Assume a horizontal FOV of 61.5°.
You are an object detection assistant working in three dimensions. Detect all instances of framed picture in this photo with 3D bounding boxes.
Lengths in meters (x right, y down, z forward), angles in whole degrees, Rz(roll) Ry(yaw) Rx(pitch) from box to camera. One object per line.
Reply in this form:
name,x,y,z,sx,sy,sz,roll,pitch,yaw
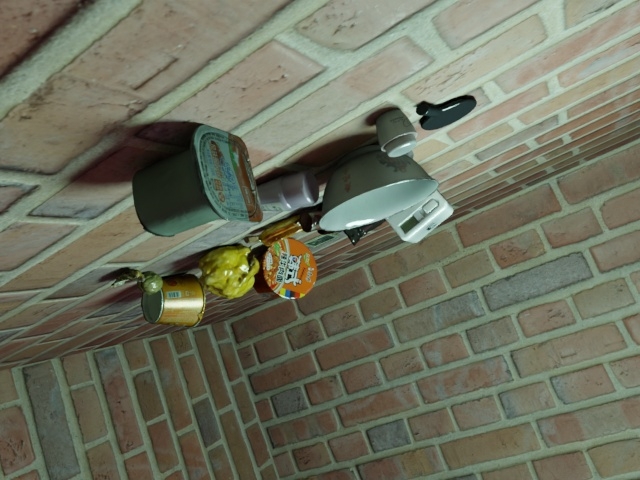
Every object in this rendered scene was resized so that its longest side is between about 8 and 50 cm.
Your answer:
framed picture,0.000,0.000,2.467,0.142,0.011,0.183,-23,170,14

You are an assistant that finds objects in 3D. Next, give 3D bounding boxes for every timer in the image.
timer,0.320,-0.121,1.852,0.192,0.194,0.195,-41,166,13

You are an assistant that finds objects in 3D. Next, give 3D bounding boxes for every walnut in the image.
walnut,-0.596,0.149,1.881,0.092,0.092,0.092,-20,170,-4

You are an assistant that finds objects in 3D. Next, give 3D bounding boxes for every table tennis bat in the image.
table tennis bat,0.310,-0.322,1.366,0.150,0.027,0.236,-28,169,36

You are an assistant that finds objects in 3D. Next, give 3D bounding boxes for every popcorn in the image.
popcorn,-0.331,0.117,1.945,0.254,0.190,0.191,-17,177,-40

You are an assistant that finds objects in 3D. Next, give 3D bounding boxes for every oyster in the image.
oyster,-0.622,0.119,1.752,0.148,0.051,0.103,-9,-178,38

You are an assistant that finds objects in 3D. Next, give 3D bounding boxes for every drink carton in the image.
drink carton,-0.249,-0.105,1.040,0.190,0.185,0.191,-13,175,23

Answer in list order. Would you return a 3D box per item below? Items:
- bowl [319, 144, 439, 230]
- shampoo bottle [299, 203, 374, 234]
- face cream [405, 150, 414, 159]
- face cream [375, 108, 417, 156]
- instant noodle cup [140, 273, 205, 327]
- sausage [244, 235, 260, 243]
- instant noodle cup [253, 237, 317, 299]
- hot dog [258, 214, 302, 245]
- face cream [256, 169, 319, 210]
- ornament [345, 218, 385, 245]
bowl,0.135,-0.160,1.472,0.346,0.157,0.345,-18,168,-4
shampoo bottle,0.074,-0.088,1.901,0.323,0.084,0.129,-13,133,-37
face cream,0.203,-0.217,1.617,0.084,0.057,0.198,-7,167,-26
face cream,0.177,-0.253,1.268,0.091,0.095,0.091,-20,169,-4
instant noodle cup,-0.569,0.232,2.053,0.172,0.215,0.216,4,155,-45
sausage,-0.230,-0.005,1.955,0.026,0.026,0.116,-28,168,34
instant noodle cup,-0.169,0.131,2.224,0.251,0.250,0.192,-14,176,-35
hot dog,-0.130,-0.040,1.876,0.188,0.055,0.072,-25,139,-4
face cream,-0.140,-0.113,1.436,0.274,0.096,0.154,-11,178,27
ornament,0.219,-0.083,2.270,0.261,0.106,0.251,-30,177,0
